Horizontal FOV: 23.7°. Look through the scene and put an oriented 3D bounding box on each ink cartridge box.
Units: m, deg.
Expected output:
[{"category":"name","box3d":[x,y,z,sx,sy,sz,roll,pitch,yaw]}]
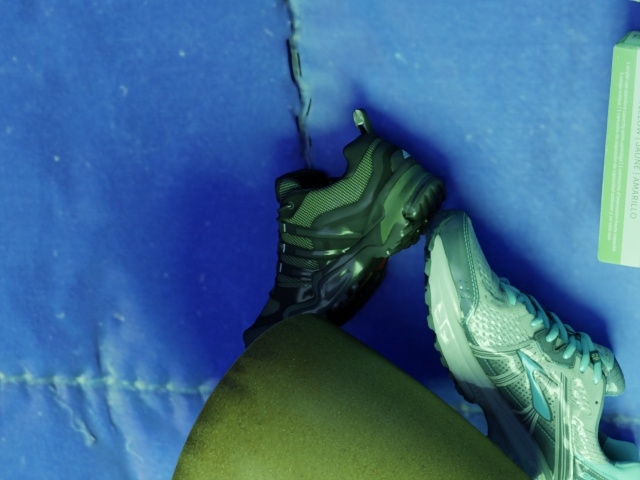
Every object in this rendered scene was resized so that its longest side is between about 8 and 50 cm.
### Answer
[{"category":"ink cartridge box","box3d":[0.325,-0.054,1.099,0.235,0.056,0.171,9,112,21]}]

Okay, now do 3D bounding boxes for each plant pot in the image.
[{"category":"plant pot","box3d":[0.052,0.211,1.136,0.254,0.237,0.237,24,118,27]}]

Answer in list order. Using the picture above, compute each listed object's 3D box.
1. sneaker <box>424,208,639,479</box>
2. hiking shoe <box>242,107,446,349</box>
[{"category":"sneaker","box3d":[0.169,0.091,1.204,0.122,0.110,0.283,-20,109,15]},{"category":"hiking shoe","box3d":[0.000,0.000,1.245,0.114,0.086,0.227,49,114,14]}]
